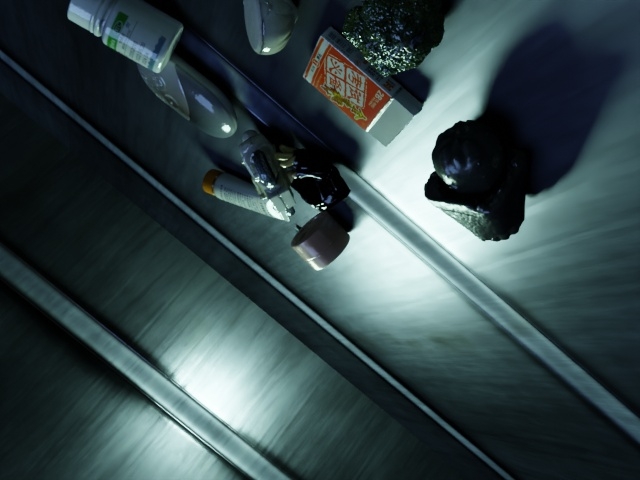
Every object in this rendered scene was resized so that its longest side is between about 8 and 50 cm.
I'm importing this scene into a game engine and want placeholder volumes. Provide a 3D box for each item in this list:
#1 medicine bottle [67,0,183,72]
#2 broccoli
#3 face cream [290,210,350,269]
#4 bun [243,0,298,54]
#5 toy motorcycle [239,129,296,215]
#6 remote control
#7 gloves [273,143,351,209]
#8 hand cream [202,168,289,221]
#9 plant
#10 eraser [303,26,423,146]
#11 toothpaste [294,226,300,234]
[{"bbox_3d":[-0.456,-0.508,1.447,0.237,0.139,0.139,27,164,-15],"label":"medicine bottle"},{"bbox_3d":[0.112,-0.334,0.932,0.162,0.146,0.137,37,-161,-44],"label":"broccoli"},{"bbox_3d":[0.000,0.000,1.813,0.104,0.149,0.149,46,159,-16],"label":"face cream"},{"bbox_3d":[-0.087,-0.417,1.147,0.138,0.094,0.138,167,90,-71],"label":"bun"},{"bbox_3d":[-0.145,-0.190,1.664,0.222,0.108,0.340,62,-179,19],"label":"toy motorcycle"},{"bbox_3d":[-0.357,-0.397,1.644,0.332,0.103,0.221,37,164,1],"label":"remote control"},{"bbox_3d":[-0.028,-0.170,1.546,0.203,0.124,0.164,56,151,5],"label":"gloves"},{"bbox_3d":[-0.245,-0.149,2.019,0.314,0.089,0.139,26,158,22],"label":"hand cream"},{"bbox_3d":[0.284,-0.101,1.109,0.164,0.141,0.256,19,156,46],"label":"plant"},{"bbox_3d":[0.078,-0.293,1.203,0.230,0.038,0.157,40,160,-2],"label":"eraser"},{"bbox_3d":[-0.064,-0.001,2.117,0.037,0.021,0.140,31,157,24],"label":"toothpaste"}]
